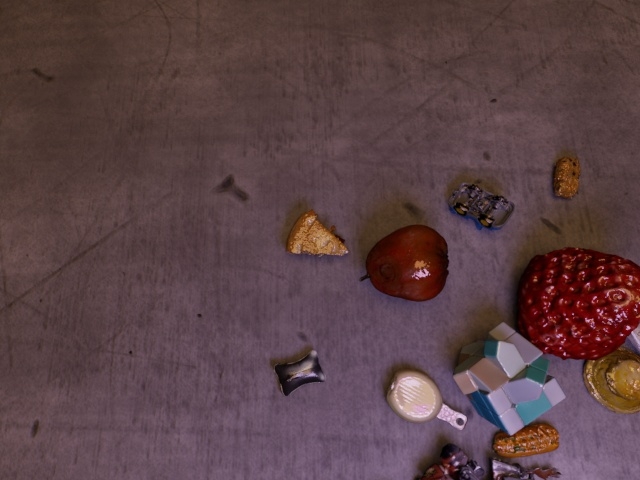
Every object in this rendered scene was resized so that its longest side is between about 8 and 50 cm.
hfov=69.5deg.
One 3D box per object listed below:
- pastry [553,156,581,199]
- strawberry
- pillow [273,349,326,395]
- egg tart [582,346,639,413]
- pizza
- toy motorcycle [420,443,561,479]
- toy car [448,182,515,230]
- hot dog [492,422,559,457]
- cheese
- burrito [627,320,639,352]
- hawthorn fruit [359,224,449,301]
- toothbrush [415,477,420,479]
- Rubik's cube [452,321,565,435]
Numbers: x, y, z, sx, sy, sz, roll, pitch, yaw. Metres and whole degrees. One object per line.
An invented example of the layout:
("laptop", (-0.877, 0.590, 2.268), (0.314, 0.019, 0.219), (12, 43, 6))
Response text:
("pastry", (0.774, -0.201, 1.452), (0.080, 0.056, 0.140), (10, 71, -6))
("strawberry", (0.679, 0.150, 1.196), (0.317, 0.345, 0.295), (-44, 77, -10))
("pillow", (-0.060, 0.377, 1.313), (0.136, 0.055, 0.091), (-20, 53, -6))
("egg tart", (0.828, 0.380, 1.261), (0.191, 0.074, 0.191), (0, 72, 0))
("pizza", (-0.001, 0.001, 1.422), (0.194, 0.069, 0.154), (24, 75, 3))
("toy motorcycle", (0.430, 0.625, 1.174), (0.402, 0.134, 0.207), (-1, 79, 4))
("toy car", (0.490, -0.095, 1.418), (0.191, 0.100, 0.097), (32, 76, 32))
("hot dog", (0.554, 0.537, 1.232), (0.189, 0.055, 0.072), (-12, 71, 0))
("cheese", (0.295, 0.448, 1.268), (0.228, 0.064, 0.137), (26, 79, 12))
("burrito", (0.882, 0.246, 1.307), (0.064, 0.064, 0.203), (-31, 76, -7))
("hawthorn fruit", (0.235, 0.068, 1.317), (0.261, 0.224, 0.224), (-10, 72, 13))
("toothbrush", (0.230, 0.803, 1.173), (0.041, 0.041, 0.363), (10, 73, 6))
("Rubik's cube", (0.465, 0.351, 1.194), (0.224, 0.265, 0.212), (-30, 90, -9))
